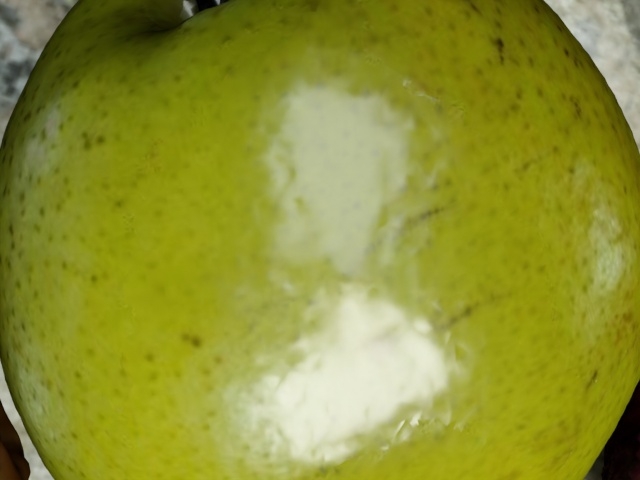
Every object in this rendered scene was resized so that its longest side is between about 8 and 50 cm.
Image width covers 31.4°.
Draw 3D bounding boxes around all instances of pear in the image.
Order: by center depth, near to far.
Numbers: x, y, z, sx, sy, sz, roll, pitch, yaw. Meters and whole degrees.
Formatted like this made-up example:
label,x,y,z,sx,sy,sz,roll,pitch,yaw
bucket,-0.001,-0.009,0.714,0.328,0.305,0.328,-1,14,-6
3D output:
label,x,y,z,sx,sy,sz,roll,pitch,yaw
pear,0.000,0.000,0.474,0.294,0.294,0.294,2,84,-14

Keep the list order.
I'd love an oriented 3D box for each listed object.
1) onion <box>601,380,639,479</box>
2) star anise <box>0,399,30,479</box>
label,x,y,z,sx,sy,sz,roll,pitch,yaw
onion,0.266,0.130,0.571,0.252,0.219,0.252,-10,47,11
star anise,-0.200,0.108,0.452,0.148,0.237,0.346,-5,125,-40
